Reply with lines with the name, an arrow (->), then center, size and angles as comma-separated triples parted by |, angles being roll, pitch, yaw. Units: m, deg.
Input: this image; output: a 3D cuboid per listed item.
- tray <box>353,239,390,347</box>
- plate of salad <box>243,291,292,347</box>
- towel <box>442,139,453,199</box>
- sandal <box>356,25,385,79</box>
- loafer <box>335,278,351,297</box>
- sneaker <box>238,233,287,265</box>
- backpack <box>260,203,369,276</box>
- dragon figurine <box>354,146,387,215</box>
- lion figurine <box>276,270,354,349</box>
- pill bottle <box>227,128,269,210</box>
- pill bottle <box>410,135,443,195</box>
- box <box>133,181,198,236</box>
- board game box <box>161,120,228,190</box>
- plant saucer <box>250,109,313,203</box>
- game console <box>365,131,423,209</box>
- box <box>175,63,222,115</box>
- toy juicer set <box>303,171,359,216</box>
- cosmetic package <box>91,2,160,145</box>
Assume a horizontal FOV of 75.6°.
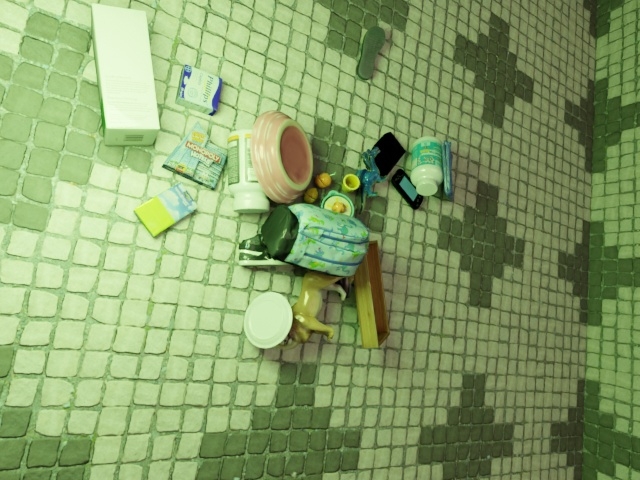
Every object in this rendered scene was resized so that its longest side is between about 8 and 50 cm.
tray -> 0.202, 0.209, 1.694 | 0.203, 0.076, 0.411 | -6, 88, -67
plate of salad -> -0.185, 0.285, 1.477 | 0.048, 0.199, 0.200 | 38, 64, -59
towel -> 0.604, -0.315, 1.926 | 0.336, 0.040, 0.243 | 0, 88, -69
sandal -> 0.217, -0.848, 1.865 | 0.097, 0.054, 0.254 | 22, 85, -19
loafer -> 0.071, 0.083, 1.683 | 0.095, 0.109, 0.303 | 2, 78, -13
sneaker -> -0.197, 0.035, 1.535 | 0.217, 0.079, 0.121 | 2, 81, -32
backpack -> 0.000, 0.000, 1.470 | 0.355, 0.290, 0.273 | 33, 99, -23
dragon figurine -> 0.187, -0.255, 1.761 | 0.144, 0.085, 0.289 | 32, 88, -16
lion figurine -> -0.037, 0.236, 1.559 | 0.240, 0.142, 0.392 | 20, 74, 2
pill bottle -> -0.251, -0.243, 1.481 | 0.162, 0.162, 0.278 | 0, 87, -30
pill bottle -> 0.485, -0.334, 1.876 | 0.146, 0.146, 0.264 | 25, 56, -26
box -> -0.517, -0.105, 1.385 | 0.178, 0.042, 0.109 | -39, 106, -26
board game box -> -0.423, -0.305, 1.446 | 0.194, 0.060, 0.194 | 24, 76, -26
plant saucer -> -0.120, -0.299, 1.474 | 0.332, 0.084, 0.332 | 13, 75, -62
game console -> 0.361, -0.304, 1.901 | 0.361, 0.044, 0.213 | 47, 66, -19
box -> -0.427, -0.527, 1.454 | 0.137, 0.072, 0.126 | 12, 81, -29
toy juicer set -> 0.031, -0.132, 1.640 | 0.209, 0.089, 0.329 | 15, 71, -8
cosmetic package -> -0.606, -0.497, 1.280 | 0.155, 0.197, 0.366 | -8, 88, -29
